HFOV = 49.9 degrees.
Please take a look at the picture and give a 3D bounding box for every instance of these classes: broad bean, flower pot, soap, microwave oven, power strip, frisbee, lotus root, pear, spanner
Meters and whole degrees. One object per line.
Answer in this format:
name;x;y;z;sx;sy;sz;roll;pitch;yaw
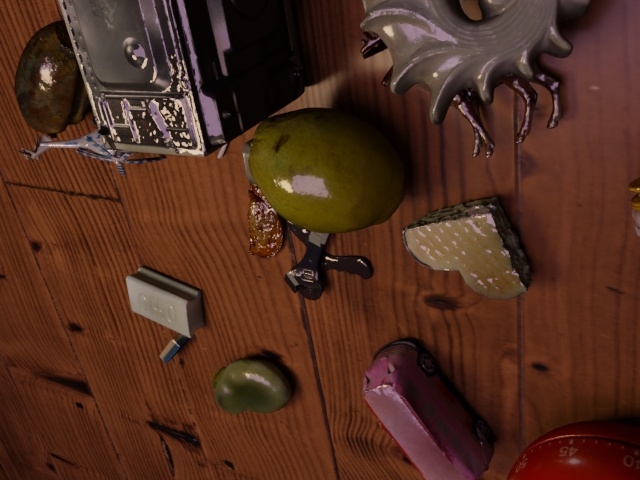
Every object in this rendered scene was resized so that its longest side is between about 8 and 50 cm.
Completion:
broad bean;-0.171;0.355;1.687;0.228;0.100;0.169;-3;126;25
flower pot;0.152;-0.347;0.864;0.254;0.164;0.367;-29;91;19
soap;-0.388;0.152;1.725;0.198;0.066;0.119;19;127;26
microwave oven;-0.196;-0.368;1.045;0.247;0.333;0.394;7;122;28
power strip;-0.382;0.277;1.812;0.032;0.056;0.123;44;136;1
frisbee;-0.011;0.031;1.396;0.211;0.012;0.187;-32;97;45
lotus root;-0.562;-0.342;1.456;0.160;0.152;0.275;53;134;12
pear;0.010;-0.115;1.141;0.269;0.212;0.212;16;133;-7
spanner;0.000;0.000;1.347;0.087;0.024;0.315;32;131;14

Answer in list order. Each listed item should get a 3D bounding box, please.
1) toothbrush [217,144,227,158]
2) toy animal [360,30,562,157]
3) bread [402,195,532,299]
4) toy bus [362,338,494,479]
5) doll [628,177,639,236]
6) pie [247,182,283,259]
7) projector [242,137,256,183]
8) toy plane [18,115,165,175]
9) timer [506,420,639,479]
toothbrush;-0.169;-0.212;1.348;0.017;0.014;0.162;32;135;-5
toy animal;0.207;-0.248;1.010;0.244;0.087;0.259;-23;100;29
bread;0.251;-0.002;1.141;0.232;0.064;0.172;26;131;18
toy bus;0.208;0.347;1.361;0.302;0.147;0.127;51;130;-5
doll;0.478;-0.030;0.953;0.084;0.073;0.127;-22;104;11
pie;-0.115;-0.030;1.421;0.088;0.033;0.191;20;129;20
projector;-0.085;-0.149;1.277;0.082;0.083;0.083;12;126;31
toy plane;-0.486;-0.209;1.483;0.273;0.182;0.107;-4;73;24
timer;0.491;0.481;1.142;0.378;0.279;0.377;19;127;28
